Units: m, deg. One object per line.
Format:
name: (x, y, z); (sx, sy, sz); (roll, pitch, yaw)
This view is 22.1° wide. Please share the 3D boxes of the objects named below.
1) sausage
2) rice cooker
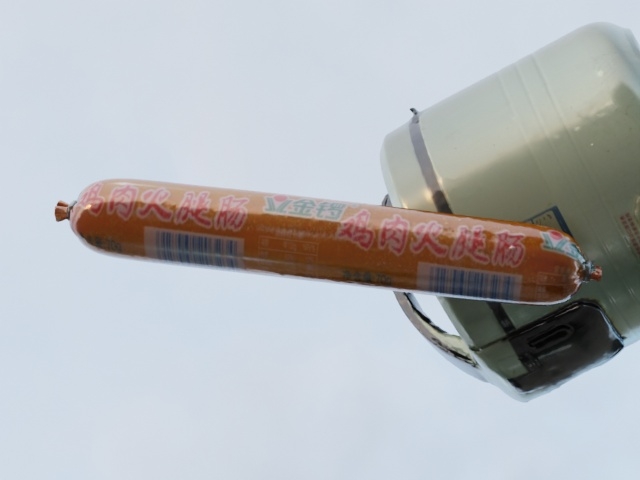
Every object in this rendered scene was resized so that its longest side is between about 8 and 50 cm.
sausage: (0.000, 0.000, 1.017); (0.347, 0.053, 0.053); (6, -53, 9)
rice cooker: (0.161, -0.014, 1.131); (0.244, 0.226, 0.226); (-27, -56, 10)
